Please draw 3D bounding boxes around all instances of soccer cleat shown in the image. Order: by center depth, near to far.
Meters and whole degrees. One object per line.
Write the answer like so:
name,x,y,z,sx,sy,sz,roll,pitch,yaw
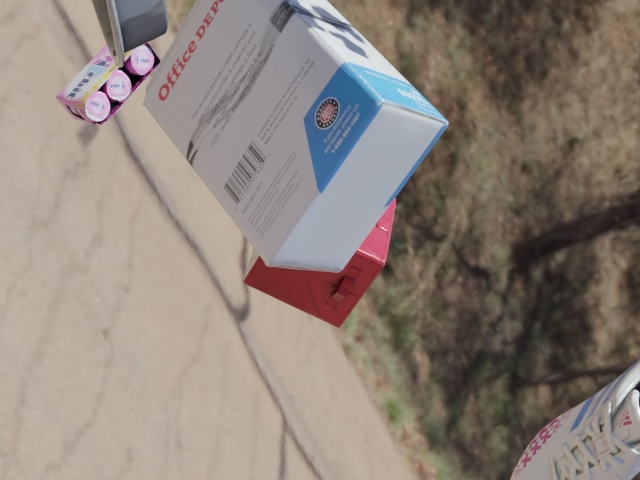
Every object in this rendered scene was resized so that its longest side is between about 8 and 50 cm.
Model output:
soccer cleat,0.339,0.234,1.345,0.116,0.331,0.143,48,12,16

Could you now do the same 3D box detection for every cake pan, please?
cake pan,-0.199,-0.306,1.022,0.293,0.054,0.293,163,-90,-79

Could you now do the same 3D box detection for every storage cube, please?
storage cube,0.000,0.000,1.977,0.193,0.184,0.215,26,40,-9

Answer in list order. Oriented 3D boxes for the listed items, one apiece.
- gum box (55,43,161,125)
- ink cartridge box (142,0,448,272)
gum box,-0.406,-0.303,2.154,0.107,0.188,0.062,17,-29,46
ink cartridge box,-0.039,-0.147,1.281,0.129,0.223,0.307,7,35,-48
